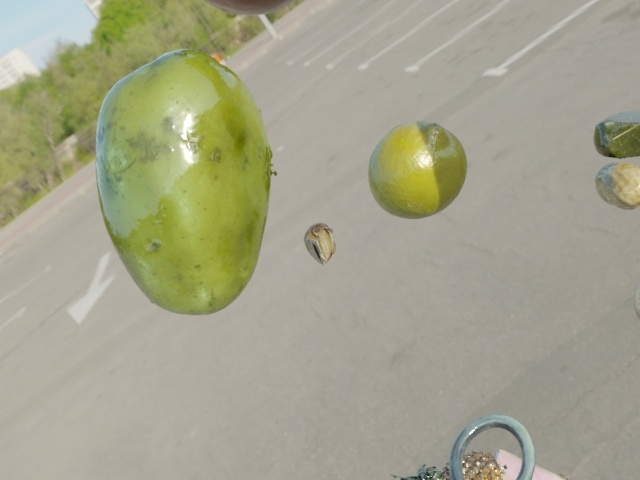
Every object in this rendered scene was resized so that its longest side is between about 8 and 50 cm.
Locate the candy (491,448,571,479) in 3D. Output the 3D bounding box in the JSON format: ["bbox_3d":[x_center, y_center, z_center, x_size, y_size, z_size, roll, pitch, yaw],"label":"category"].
[{"bbox_3d":[0.487,0.605,1.698,0.116,0.265,0.156,-59,10,40],"label":"candy"}]

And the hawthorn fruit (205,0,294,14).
[{"bbox_3d":[-0.111,-0.535,1.252,0.324,0.308,0.308,-2,37,49],"label":"hawthorn fruit"}]

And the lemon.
[{"bbox_3d":[0.183,-0.130,1.441,0.184,0.184,0.248,-48,-7,-34],"label":"lemon"}]

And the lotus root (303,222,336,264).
[{"bbox_3d":[-0.002,-0.001,1.033,0.030,0.083,0.037,27,70,22],"label":"lotus root"}]

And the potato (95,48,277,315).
[{"bbox_3d":[-0.160,-0.068,0.869,0.215,0.305,0.216,6,10,-1],"label":"potato"}]

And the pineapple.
[{"bbox_3d":[0.238,0.441,1.332,0.221,0.083,0.103,-12,57,-13],"label":"pineapple"}]

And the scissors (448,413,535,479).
[{"bbox_3d":[0.105,0.363,0.729,0.383,0.029,0.256,-30,57,-9],"label":"scissors"}]

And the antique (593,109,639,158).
[{"bbox_3d":[0.679,-0.224,1.532,0.220,0.080,0.081,-7,26,-5],"label":"antique"}]

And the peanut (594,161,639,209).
[{"bbox_3d":[0.631,-0.114,1.562,0.085,0.104,0.228,-32,3,11],"label":"peanut"}]

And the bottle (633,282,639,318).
[{"bbox_3d":[0.784,0.128,1.584,0.110,0.097,0.209,-6,-4,-33],"label":"bottle"}]
